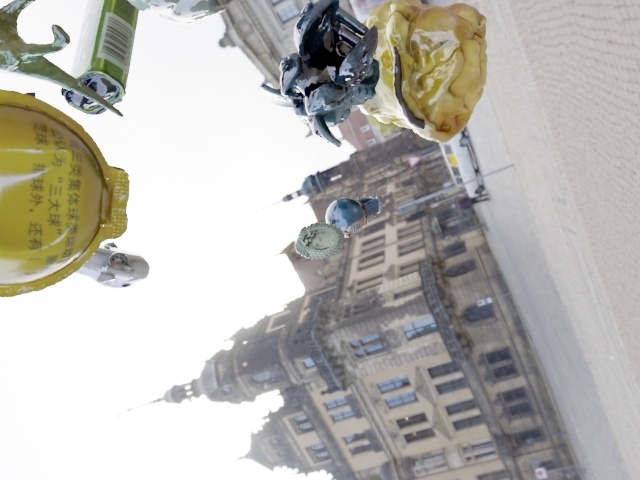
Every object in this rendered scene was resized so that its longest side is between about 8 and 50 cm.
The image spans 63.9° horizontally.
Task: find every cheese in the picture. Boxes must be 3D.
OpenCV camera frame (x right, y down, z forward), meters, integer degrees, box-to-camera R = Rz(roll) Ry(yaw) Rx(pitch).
[{"bbox_3d":[-0.288,-0.037,0.407,0.271,0.069,0.176,0,-81,-40],"label":"cheese"}]

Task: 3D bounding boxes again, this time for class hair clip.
[{"bbox_3d":[0.009,-0.311,0.978,0.195,0.206,0.310,35,-174,5],"label":"hair clip"}]

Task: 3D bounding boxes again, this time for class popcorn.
[{"bbox_3d":[0.223,-0.385,1.197,0.348,0.349,0.381,58,-149,-32],"label":"popcorn"}]

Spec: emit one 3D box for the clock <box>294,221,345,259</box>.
[{"bbox_3d":[0.000,0.000,0.841,0.010,0.084,0.074,74,-154,-52],"label":"clock"}]

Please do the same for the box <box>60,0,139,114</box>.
[{"bbox_3d":[-0.463,-0.437,1.102,0.097,0.134,0.345,30,-133,-45],"label":"box"}]

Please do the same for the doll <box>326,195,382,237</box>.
[{"bbox_3d":[0.070,-0.056,1.119,0.152,0.114,0.085,-22,-102,-46],"label":"doll"}]

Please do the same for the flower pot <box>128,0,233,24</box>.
[{"bbox_3d":[-0.254,-0.506,0.894,0.246,0.196,0.245,11,-90,-80],"label":"flower pot"}]

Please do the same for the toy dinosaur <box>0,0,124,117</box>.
[{"bbox_3d":[-0.529,-0.261,0.715,0.447,0.301,0.087,47,-171,-36],"label":"toy dinosaur"}]

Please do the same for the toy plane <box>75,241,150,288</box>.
[{"bbox_3d":[-0.560,0.065,1.303,0.245,0.245,0.117,11,-85,-72],"label":"toy plane"}]
